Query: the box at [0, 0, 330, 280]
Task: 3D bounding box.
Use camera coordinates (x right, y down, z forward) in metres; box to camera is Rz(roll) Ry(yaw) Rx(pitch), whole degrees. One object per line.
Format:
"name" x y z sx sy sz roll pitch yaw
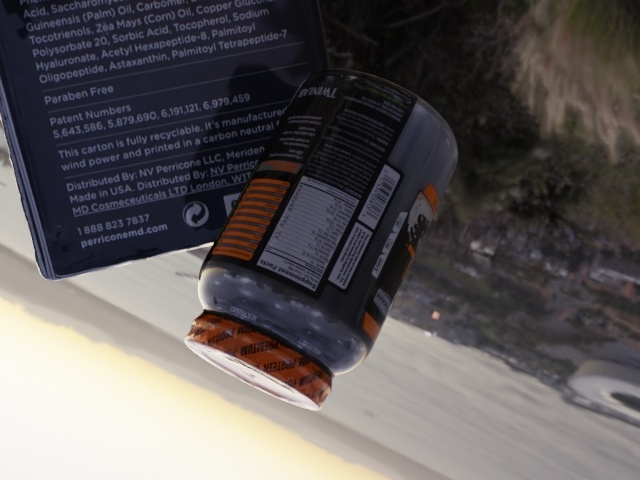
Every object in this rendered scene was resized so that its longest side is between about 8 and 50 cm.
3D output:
"box" -0.180 -0.263 0.929 0.297 0.472 0.480 -13 -166 -6

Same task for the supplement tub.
"supplement tub" 0.000 0.000 0.541 0.117 0.190 0.117 25 164 8
